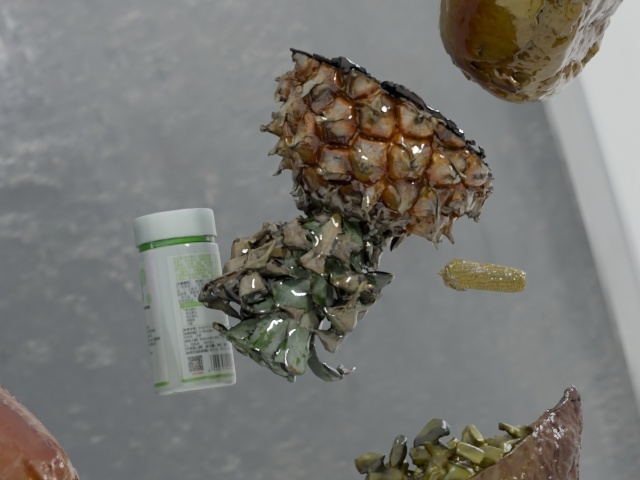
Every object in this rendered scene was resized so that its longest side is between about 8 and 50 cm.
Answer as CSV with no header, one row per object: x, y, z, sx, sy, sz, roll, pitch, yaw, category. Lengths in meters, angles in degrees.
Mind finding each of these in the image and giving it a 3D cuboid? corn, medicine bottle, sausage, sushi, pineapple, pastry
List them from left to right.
-0.318,0.167,1.780,0.102,0.330,0.102,-19,124,-31,sausage
-0.139,0.064,2.007,0.086,0.086,0.183,2,79,-58,medicine bottle
0.000,0.000,1.861,0.262,0.262,0.272,44,70,-40,pineapple
0.153,0.270,2.145,0.179,0.296,0.167,64,20,-2,sushi
0.150,0.034,1.819,0.027,0.083,0.028,99,-3,-53,corn
0.245,-0.299,1.998,0.356,0.164,0.356,-55,161,-28,pastry
